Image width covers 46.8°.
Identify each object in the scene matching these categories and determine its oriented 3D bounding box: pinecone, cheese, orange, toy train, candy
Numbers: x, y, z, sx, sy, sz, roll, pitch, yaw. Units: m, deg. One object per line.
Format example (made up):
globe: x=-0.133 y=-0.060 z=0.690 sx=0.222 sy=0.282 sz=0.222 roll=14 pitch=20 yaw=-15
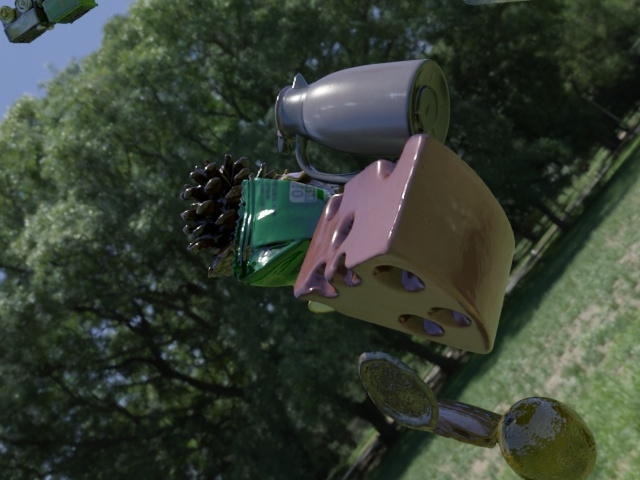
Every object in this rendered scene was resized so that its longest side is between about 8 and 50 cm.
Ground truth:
pinecone: x=-0.170 y=-0.058 z=1.516 sx=0.264 sy=0.264 sz=0.264 roll=-49 pitch=-11 yaw=-14
cheese: x=0.077 y=-0.007 z=0.662 sx=0.177 sy=0.202 sz=0.128 roll=81 pitch=-152 yaw=-62
orange: x=0.211 y=0.191 z=0.700 sx=0.085 sy=0.095 sz=0.085 roll=-58 pitch=12 yaw=20
toy train: x=-0.482 y=-0.409 z=1.305 sx=0.202 sy=0.081 sz=0.060 roll=-22 pitch=4 yaw=25
candy: x=0.001 y=0.001 z=0.863 sx=0.078 sy=0.203 sz=0.141 roll=143 pitch=134 yaw=-74

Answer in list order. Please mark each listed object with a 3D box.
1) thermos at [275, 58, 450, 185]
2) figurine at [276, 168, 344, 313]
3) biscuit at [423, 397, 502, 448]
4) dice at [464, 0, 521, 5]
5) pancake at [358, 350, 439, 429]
thermos: x=0.036 y=-0.130 z=0.838 sx=0.105 sy=0.193 sz=0.137 roll=-2 pitch=-84 yaw=-59
figurine: x=-0.011 y=-0.010 z=1.310 sx=0.189 sy=0.263 sz=0.142 roll=6 pitch=-34 yaw=-43
biscuit: x=0.297 y=0.345 z=1.392 sx=0.277 sy=0.262 sz=0.052 roll=19 pitch=-96 yaw=-57
dice: x=0.284 y=-0.431 z=1.018 sx=0.192 sy=0.193 sz=0.194 roll=-90 pitch=-4 yaw=-71
pancake: x=0.087 y=0.169 z=0.835 sx=0.011 sy=0.115 sz=0.115 roll=-42 pitch=-15 yaw=-36
